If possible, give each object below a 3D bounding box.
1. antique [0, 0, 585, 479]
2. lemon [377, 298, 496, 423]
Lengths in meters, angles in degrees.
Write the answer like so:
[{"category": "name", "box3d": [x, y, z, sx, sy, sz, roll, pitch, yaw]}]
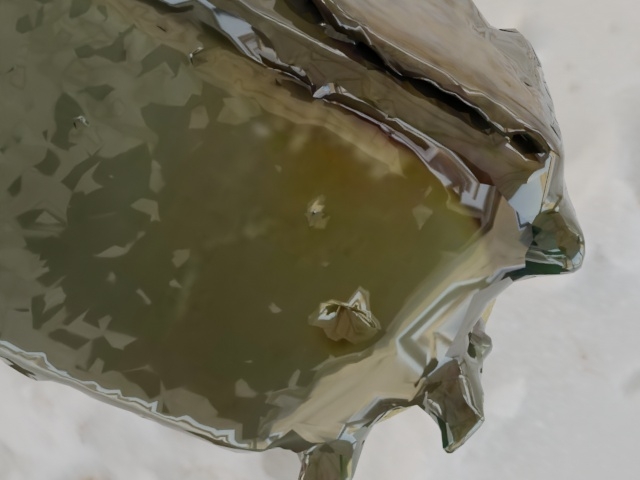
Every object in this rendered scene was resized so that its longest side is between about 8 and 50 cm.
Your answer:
[{"category": "antique", "box3d": [-0.070, -0.048, 0.469, 0.284, 0.150, 0.125, 29, 114, -13]}, {"category": "lemon", "box3d": [0.000, 0.002, 1.146, 0.263, 0.236, 0.236, -37, 112, -54]}]
